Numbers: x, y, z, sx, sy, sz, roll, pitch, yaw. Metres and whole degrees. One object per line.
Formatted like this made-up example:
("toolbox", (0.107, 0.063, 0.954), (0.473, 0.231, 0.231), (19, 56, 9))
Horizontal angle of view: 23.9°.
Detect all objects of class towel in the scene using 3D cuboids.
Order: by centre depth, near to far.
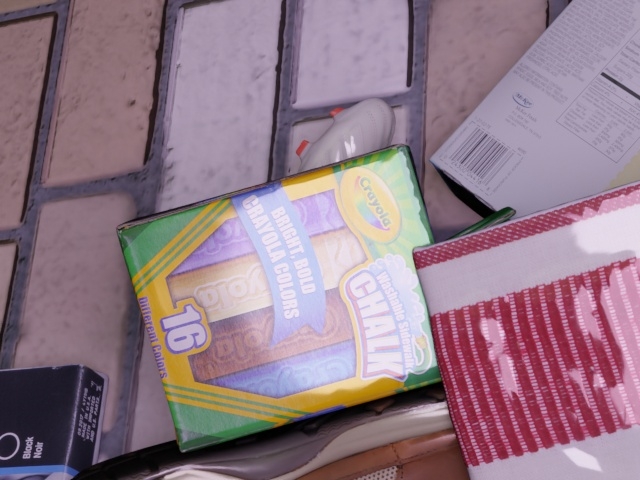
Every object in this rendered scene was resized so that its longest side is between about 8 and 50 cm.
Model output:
("towel", (0.197, 0.130, 0.750), (0.237, 0.037, 0.329), (-17, 83, 15))

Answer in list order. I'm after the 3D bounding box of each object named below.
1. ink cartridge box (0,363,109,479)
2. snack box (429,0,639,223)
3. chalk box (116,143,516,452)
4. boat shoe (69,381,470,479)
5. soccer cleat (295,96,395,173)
("ink cartridge box", (-0.249, 0.188, 1.001), (0.208, 0.045, 0.206), (-8, 62, 23))
("snack box", (0.237, -0.023, 0.872), (0.187, 0.060, 0.322), (-47, 55, -2))
("chalk box", (0.011, 0.024, 0.870), (0.213, 0.132, 0.132), (-15, 90, 4))
("boat shoe", (0.009, 0.155, 0.867), (0.324, 0.122, 0.120), (-15, 91, 8))
("soccer cleat", (0.000, 0.000, 0.973), (0.076, 0.068, 0.196), (33, 88, 28))
